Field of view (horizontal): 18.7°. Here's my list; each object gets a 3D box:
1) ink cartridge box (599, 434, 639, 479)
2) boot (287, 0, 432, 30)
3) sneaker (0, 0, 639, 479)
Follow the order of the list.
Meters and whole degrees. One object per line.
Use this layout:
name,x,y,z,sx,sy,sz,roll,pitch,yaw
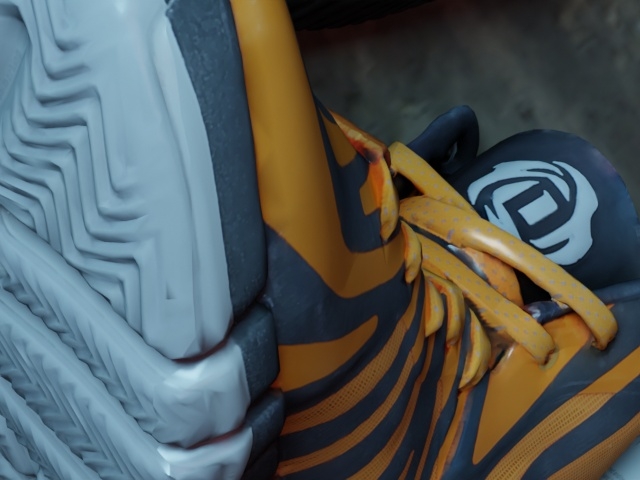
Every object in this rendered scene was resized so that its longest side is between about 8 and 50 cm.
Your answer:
ink cartridge box,0.153,0.055,0.573,0.180,0.104,0.060,-35,114,-6
boot,-0.020,-0.126,0.481,0.198,0.077,0.137,-8,78,-43
sneaker,0.000,0.000,0.460,0.180,0.124,0.321,-35,152,-22
